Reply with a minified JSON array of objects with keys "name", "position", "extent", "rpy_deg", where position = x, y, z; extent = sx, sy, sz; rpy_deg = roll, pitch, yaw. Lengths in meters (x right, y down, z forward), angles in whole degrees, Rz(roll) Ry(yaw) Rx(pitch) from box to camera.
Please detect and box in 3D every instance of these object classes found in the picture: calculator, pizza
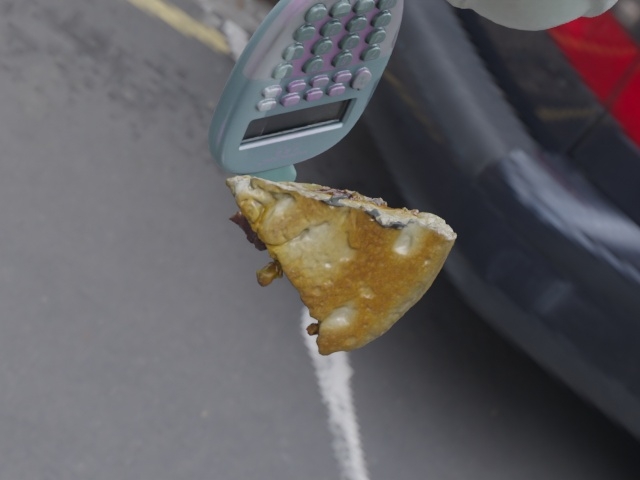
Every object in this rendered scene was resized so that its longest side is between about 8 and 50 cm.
[{"name":"calculator","position":[-0.018,-0.147,1.637],"extent":[0.185,0.299,0.041],"rpy_deg":[-17,58,-37]},{"name":"pizza","position":[0.001,-0.001,1.435],"extent":[0.194,0.154,0.069],"rpy_deg":[36,22,-15]}]

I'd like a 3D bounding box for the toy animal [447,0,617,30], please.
[{"name":"toy animal","position":[0.181,-0.262,1.332],"extent":[0.289,0.249,0.174],"rpy_deg":[29,64,-62]}]
